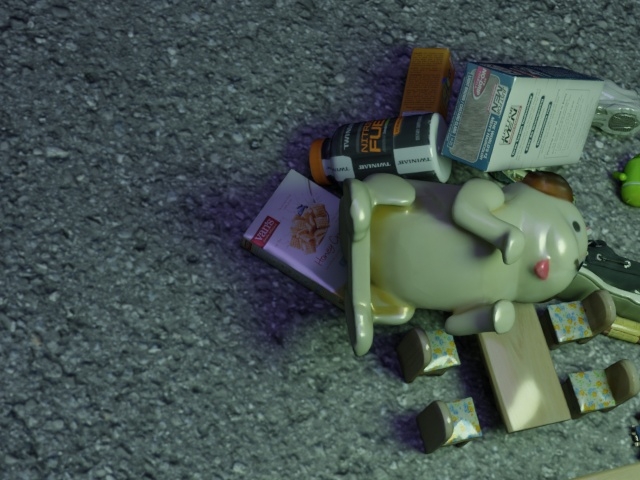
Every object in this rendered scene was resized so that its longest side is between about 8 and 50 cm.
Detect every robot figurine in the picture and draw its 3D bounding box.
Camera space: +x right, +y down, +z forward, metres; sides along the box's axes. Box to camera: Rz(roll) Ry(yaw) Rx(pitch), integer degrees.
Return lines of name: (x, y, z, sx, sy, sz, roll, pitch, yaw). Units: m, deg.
robot figurine: (0.629, -0.116, 2.039, 0.101, 0.067, 0.115, 23, 65, -14)

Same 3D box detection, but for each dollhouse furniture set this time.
dollhouse furniture set: (0.371, 0.279, 1.717, 0.362, 0.256, 0.394, -9, 69, -15)

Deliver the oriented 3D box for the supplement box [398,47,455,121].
supplement box: (0.203, -0.260, 2.004, 0.080, 0.078, 0.233, 1, 63, 20)

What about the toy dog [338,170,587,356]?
toy dog: (0.241, 0.019, 1.729, 0.408, 0.395, 0.284, -2, 101, -2)

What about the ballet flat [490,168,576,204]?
ballet flat: (0.414, -0.116, 2.000, 0.188, 0.070, 0.070, 24, 65, 0)

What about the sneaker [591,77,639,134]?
sneaker: (0.537, -0.284, 2.095, 0.232, 0.090, 0.115, 12, 48, -5)

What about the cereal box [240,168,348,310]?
cereal box: (0.000, 0.000, 1.880, 0.240, 0.047, 0.173, 32, 64, 4)

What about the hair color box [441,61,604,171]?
hair color box: (0.374, -0.227, 1.886, 0.105, 0.174, 0.347, 27, 22, 34)

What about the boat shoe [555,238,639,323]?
boat shoe: (0.515, 0.056, 1.913, 0.340, 0.127, 0.113, 18, 63, -4)

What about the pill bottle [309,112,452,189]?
pill bottle: (0.105, -0.154, 1.882, 0.246, 0.130, 0.130, -5, 64, 23)

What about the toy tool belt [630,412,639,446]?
toy tool belt: (0.579, 0.344, 1.842, 0.051, 0.052, 0.083, -13, 69, -25)

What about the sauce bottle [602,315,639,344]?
sauce bottle: (0.583, 0.171, 1.922, 0.128, 0.042, 0.042, 18, 65, -5)

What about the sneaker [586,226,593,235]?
sneaker: (0.450, -0.021, 1.973, 0.134, 0.051, 0.070, -15, 76, -12)
